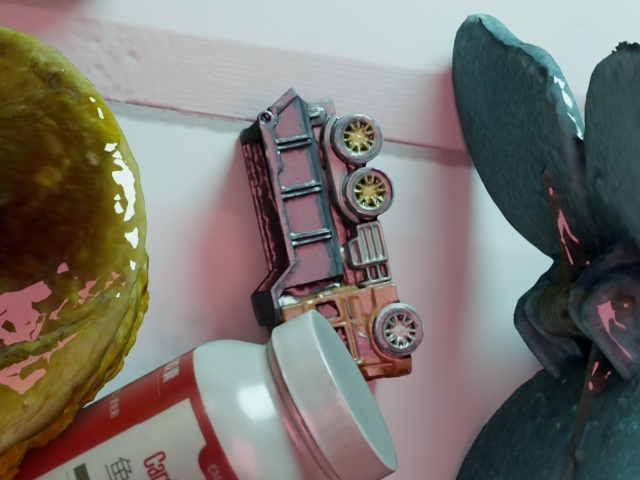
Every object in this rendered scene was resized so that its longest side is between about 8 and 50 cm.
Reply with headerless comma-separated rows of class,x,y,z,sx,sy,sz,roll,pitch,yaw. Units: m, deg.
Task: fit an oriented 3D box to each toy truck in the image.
toy truck,0.000,0.000,0.987,0.092,0.083,0.192,-12,88,-13

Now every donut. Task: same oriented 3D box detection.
donut,-0.257,0.027,0.867,0.330,0.160,0.330,-1,60,3

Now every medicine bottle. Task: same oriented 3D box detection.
medicine bottle,-0.089,0.144,0.899,0.250,0.131,0.131,-28,93,8

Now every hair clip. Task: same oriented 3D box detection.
hair clip,0.231,0.042,0.923,0.238,0.318,0.392,4,84,-15
